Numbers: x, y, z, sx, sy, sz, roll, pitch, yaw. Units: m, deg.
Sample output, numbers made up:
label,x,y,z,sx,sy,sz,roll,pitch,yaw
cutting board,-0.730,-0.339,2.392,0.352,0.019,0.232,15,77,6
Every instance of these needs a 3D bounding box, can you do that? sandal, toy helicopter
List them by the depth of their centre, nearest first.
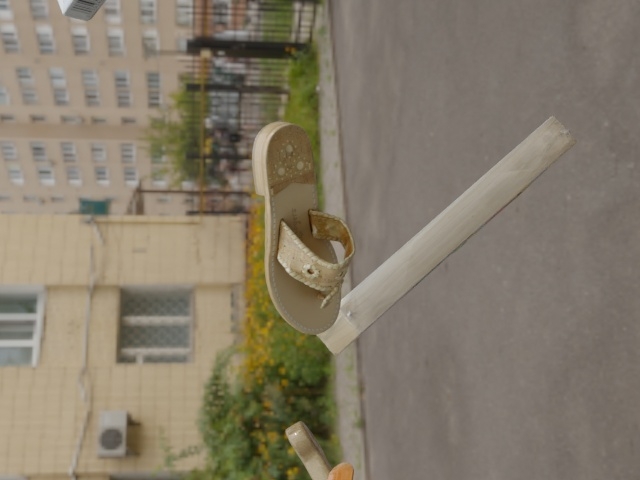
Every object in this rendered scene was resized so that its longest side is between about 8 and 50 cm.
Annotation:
label,x,y,z,sx,sy,sz,roll,pitch,yaw
sandal,-0.005,0.003,0.912,0.079,0.088,0.240,20,130,49
toy helicopter,0.030,0.435,1.497,0.355,0.140,0.235,54,180,36

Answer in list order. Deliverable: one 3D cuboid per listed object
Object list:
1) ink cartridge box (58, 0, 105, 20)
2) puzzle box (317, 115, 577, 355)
label,x,y,z,sx,sy,sz,roll,pitch,yaw
ink cartridge box,-0.264,-0.414,1.082,0.223,0.045,0.224,-39,65,34
puzzle box,0.171,0.004,1.333,0.052,0.409,0.272,48,168,7
